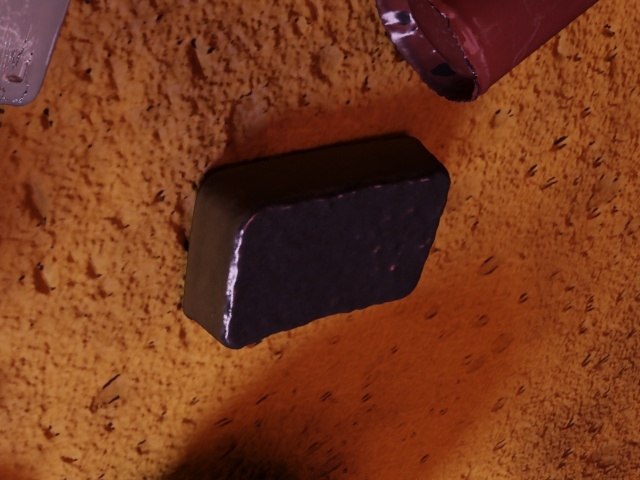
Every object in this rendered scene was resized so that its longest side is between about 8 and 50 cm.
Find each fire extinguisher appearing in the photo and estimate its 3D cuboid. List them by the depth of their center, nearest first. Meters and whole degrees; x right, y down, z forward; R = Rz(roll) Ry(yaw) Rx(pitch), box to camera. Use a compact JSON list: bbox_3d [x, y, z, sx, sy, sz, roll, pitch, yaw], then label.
[{"bbox_3d":[0.183,-0.247,0.856,0.337,0.106,0.147,-40,116,-12],"label":"fire extinguisher"}]

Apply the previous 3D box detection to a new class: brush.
[{"bbox_3d":[0.000,0.000,0.913,0.197,0.059,0.123,-14,132,-35],"label":"brush"}]

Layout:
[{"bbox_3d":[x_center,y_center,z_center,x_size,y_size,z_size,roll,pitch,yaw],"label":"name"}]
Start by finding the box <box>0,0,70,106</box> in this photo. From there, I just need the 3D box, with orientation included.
[{"bbox_3d":[-0.175,-0.144,0.604,0.124,0.093,0.172,1,121,-43],"label":"box"}]
